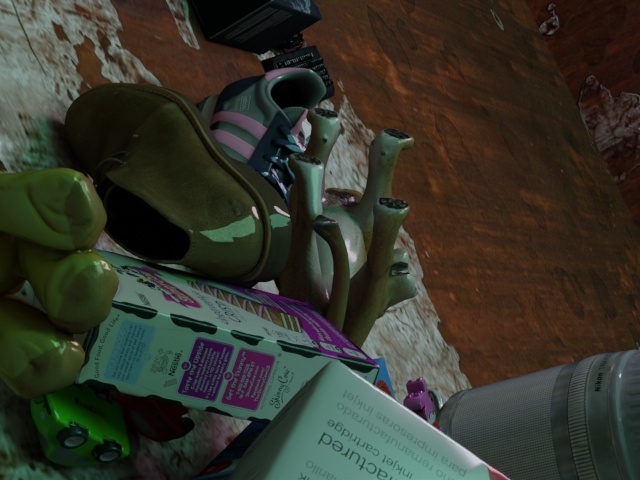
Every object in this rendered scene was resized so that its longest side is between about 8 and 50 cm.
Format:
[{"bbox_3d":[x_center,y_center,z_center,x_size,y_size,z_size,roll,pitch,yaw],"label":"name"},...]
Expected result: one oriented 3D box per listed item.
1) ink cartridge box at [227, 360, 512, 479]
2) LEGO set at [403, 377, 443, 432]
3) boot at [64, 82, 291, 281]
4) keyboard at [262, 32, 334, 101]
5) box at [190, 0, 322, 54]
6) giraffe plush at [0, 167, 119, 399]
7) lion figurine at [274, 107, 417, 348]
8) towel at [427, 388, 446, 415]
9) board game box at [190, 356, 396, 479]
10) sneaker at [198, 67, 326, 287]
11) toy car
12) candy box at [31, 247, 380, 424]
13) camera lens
[{"bbox_3d":[0.017,0.314,1.241,0.279,0.160,0.384,35,47,-5],"label":"ink cartridge box"},{"bbox_3d":[0.045,0.188,1.895,0.227,0.087,0.093,-32,108,-71],"label":"LEGO set"},{"bbox_3d":[-0.152,-0.059,1.617,0.115,0.112,0.305,-1,25,-37],"label":"boot"},{"bbox_3d":[-0.020,-0.218,2.371,0.100,0.038,0.192,60,18,-2],"label":"keyboard"},{"bbox_3d":[-0.093,-0.312,2.237,0.156,0.093,0.158,65,18,11],"label":"box"},{"bbox_3d":[-0.238,0.003,1.393,0.210,0.181,0.170,26,10,2],"label":"giraffe plush"},{"bbox_3d":[0.009,0.028,1.749,0.392,0.142,0.240,-55,159,-71],"label":"lion figurine"},{"bbox_3d":[0.175,0.246,2.241,0.152,0.023,0.113,41,29,-45],"label":"towel"},{"bbox_3d":[0.019,0.286,1.592,0.302,0.086,0.308,-40,115,-70],"label":"board game box"},{"bbox_3d":[-0.059,-0.077,1.935,0.112,0.131,0.319,53,21,-32],"label":"sneaker"},{"bbox_3d":[-0.158,0.158,1.487,0.225,0.053,0.239,36,31,-50],"label":"toy car"},{"bbox_3d":[-0.092,0.076,1.487,0.233,0.071,0.159,14,11,-26],"label":"candy box"},{"bbox_3d":[0.269,0.244,2.067,0.219,0.274,0.219,37,44,-47],"label":"camera lens"}]
